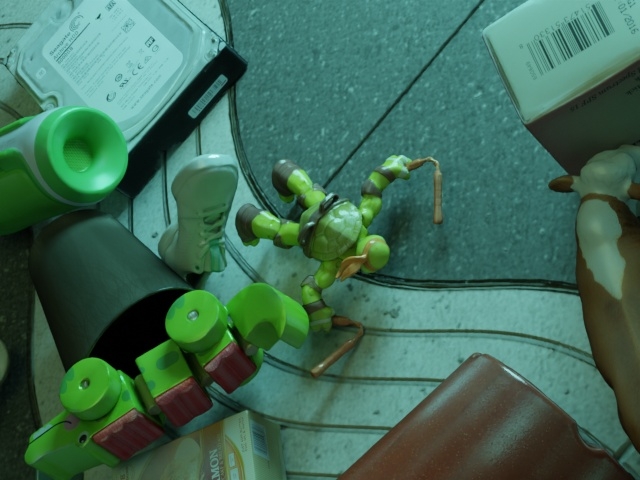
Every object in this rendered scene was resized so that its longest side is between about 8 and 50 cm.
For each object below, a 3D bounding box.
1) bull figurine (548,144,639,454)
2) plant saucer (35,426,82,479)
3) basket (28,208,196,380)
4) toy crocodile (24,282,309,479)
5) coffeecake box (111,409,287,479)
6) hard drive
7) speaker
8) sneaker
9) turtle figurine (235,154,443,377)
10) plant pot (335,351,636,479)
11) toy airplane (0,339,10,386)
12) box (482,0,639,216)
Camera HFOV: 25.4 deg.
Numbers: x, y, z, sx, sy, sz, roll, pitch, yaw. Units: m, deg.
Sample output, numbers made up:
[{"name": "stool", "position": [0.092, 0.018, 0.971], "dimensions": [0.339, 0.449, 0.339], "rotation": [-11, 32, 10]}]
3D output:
[{"name": "bull figurine", "position": [0.292, 0.069, 1.258], "dimensions": [0.101, 0.188, 0.310], "rotation": [-20, 57, 24]}, {"name": "plant saucer", "position": [-0.310, 0.300, 1.669], "dimensions": [0.067, 0.018, 0.192], "rotation": [-20, 57, 25]}, {"name": "basket", "position": [-0.244, 0.074, 1.657], "dimensions": [0.204, 0.154, 0.227], "rotation": [-59, 43, 19]}, {"name": "toy crocodile", "position": [-0.165, 0.157, 1.523], "dimensions": [0.340, 0.115, 0.105], "rotation": [-33, 49, 3]}, {"name": "coffeecake box", "position": [-0.128, 0.283, 1.517], "dimensions": [0.185, 0.068, 0.142], "rotation": [-25, 56, 23]}, {"name": "hard drive", "position": [-0.270, -0.238, 1.892], "dimensions": [0.237, 0.064, 0.339], "rotation": [-48, 48, 4]}, {"name": "speaker", "position": [-0.362, -0.084, 1.784], "dimensions": [0.296, 0.131, 0.131], "rotation": [-14, 58, 51]}, {"name": "sneaker", "position": [-0.129, -0.011, 1.621], "dimensions": [0.212, 0.080, 0.094], "rotation": [112, 143, -51]}, {"name": "turtle figurine", "position": [0.000, 0.000, 1.562], "dimensions": [0.217, 0.087, 0.269], "rotation": [26, 87, 43]}, {"name": "plant pot", "position": [0.126, 0.259, 1.245], "dimensions": [0.265, 0.272, 0.272], "rotation": [-47, 49, -5]}, {"name": "toy airplane", "position": [-0.618, 0.247, 1.739], "dimensions": [0.384, 0.272, 0.386], "rotation": [10, 57, 18]}, {"name": "box", "position": [0.280, -0.138, 1.345], "dimensions": [0.148, 0.232, 0.127], "rotation": [-31, 53, 18]}]
